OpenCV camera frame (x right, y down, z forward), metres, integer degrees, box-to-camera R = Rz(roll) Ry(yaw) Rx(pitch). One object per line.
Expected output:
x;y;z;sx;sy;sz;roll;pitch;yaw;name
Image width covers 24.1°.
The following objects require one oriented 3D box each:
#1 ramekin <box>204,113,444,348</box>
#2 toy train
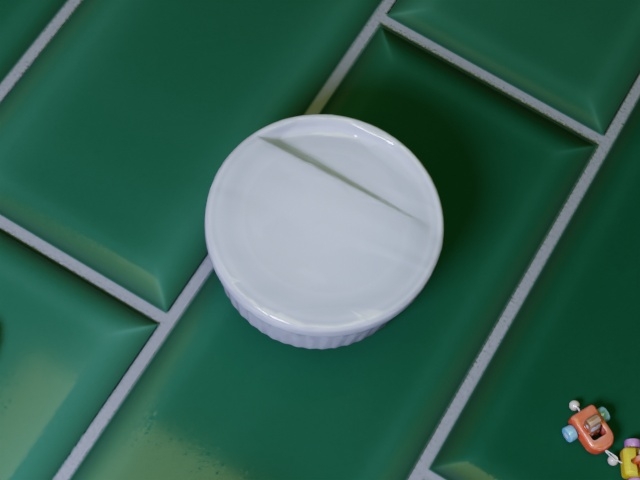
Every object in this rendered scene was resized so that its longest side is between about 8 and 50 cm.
0.000;0.000;1.722;0.272;0.127;0.273;2;66;-5;ramekin
0.369;0.211;1.715;0.166;0.046;0.125;-23;71;-16;toy train
